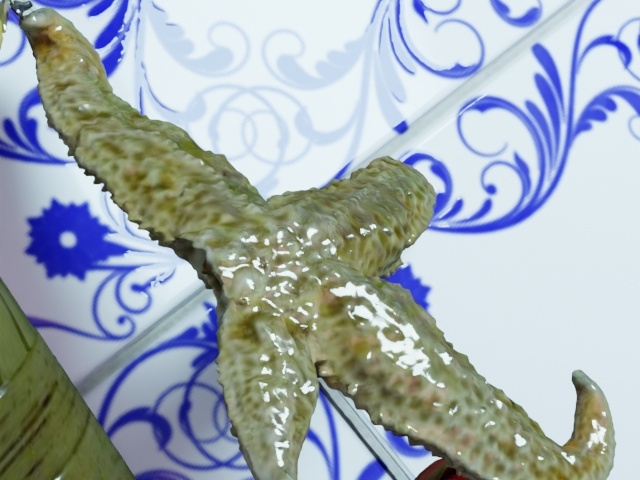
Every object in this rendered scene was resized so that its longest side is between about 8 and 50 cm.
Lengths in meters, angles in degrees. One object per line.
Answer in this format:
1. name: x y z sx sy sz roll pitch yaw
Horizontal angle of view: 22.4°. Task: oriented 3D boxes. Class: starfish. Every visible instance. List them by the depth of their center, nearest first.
1. starfish: 0.000 0.000 1.046 0.324 0.082 0.432 3 39 -35

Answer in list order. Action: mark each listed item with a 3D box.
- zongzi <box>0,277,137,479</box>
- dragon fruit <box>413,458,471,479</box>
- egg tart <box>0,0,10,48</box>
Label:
1. zongzi: -0.287 0.293 0.958 0.467 0.218 0.500 -33 98 1
2. dragon fruit: 0.102 0.246 1.027 0.293 0.234 0.233 -1 74 -36
3. egg tart: -0.373 -0.164 1.049 0.341 0.132 0.341 5 73 -18
